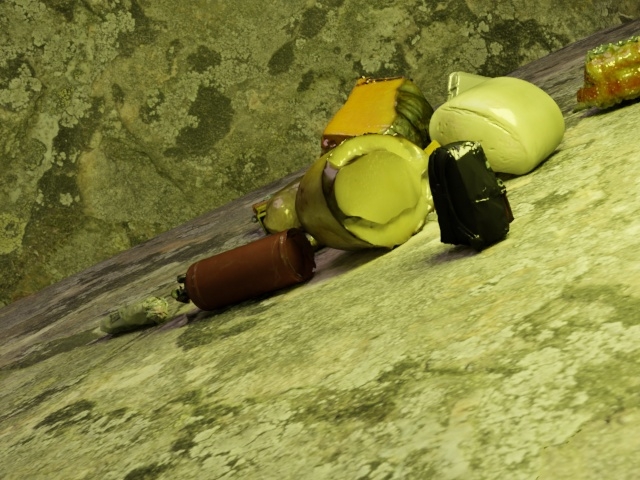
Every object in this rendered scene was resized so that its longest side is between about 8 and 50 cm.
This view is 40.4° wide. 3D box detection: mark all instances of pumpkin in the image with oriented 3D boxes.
[{"bbox_3d":[0.126,-0.201,1.966,0.225,0.256,0.303,-54,-16,-35],"label":"pumpkin"}]

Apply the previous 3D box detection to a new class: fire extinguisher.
[{"bbox_3d":[-0.163,0.073,1.714,0.337,0.107,0.147,-18,-14,29],"label":"fire extinguisher"}]

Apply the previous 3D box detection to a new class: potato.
[{"bbox_3d":[0.067,-0.078,1.658,0.242,0.243,0.285,-13,18,47],"label":"potato"}]

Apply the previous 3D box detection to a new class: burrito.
[{"bbox_3d":[-0.404,0.165,1.890,0.203,0.064,0.064,-18,11,37],"label":"burrito"}]

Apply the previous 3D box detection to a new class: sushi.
[{"bbox_3d":[0.698,-0.389,1.979,0.274,0.139,0.184,-15,10,15],"label":"sushi"}]

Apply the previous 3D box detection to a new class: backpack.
[{"bbox_3d":[0.231,-0.073,1.349,0.105,0.165,0.120,-16,11,-18],"label":"backpack"}]

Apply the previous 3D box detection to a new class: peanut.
[{"bbox_3d":[-0.056,-0.083,2.204,0.224,0.129,0.129,-40,17,-29],"label":"peanut"}]

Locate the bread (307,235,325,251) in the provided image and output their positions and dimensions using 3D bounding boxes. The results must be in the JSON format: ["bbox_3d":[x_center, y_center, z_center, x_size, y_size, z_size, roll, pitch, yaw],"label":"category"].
[{"bbox_3d":[0.000,0.000,1.880,0.088,0.034,0.049,-23,-5,-21],"label":"bread"}]

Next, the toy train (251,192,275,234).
[{"bbox_3d":[-0.098,-0.087,2.439,0.219,0.089,0.127,-22,20,11],"label":"toy train"}]

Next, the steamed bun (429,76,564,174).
[{"bbox_3d":[0.359,-0.240,1.779,0.250,0.155,0.200,19,35,38],"label":"steamed bun"}]

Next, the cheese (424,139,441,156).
[{"bbox_3d":[0.206,-0.099,1.806,0.171,0.126,0.093,-40,3,40],"label":"cheese"}]

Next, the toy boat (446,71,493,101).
[{"bbox_3d":[0.405,-0.297,2.012,0.269,0.141,0.140,12,-8,-27],"label":"toy boat"}]
